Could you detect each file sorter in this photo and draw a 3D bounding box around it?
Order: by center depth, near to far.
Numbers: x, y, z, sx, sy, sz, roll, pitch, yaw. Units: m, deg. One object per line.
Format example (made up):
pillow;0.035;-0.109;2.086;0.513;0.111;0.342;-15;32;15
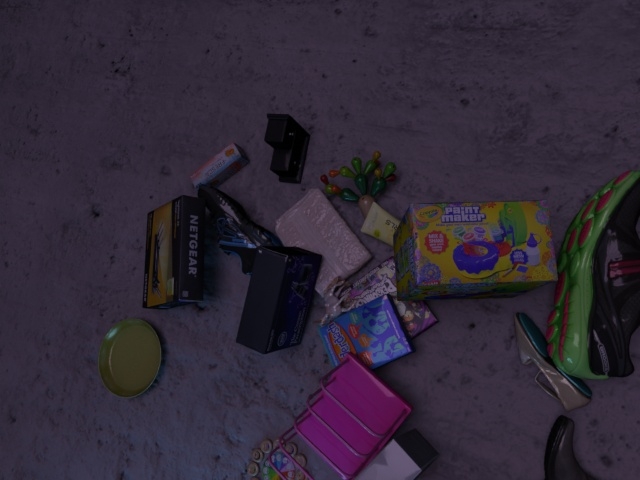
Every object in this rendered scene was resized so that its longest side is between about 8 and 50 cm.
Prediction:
file sorter;0.036;0.459;1.321;0.202;0.182;0.291;39;115;19

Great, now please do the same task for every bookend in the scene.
bookend;-0.105;-0.265;1.616;0.072;0.157;0.156;7;80;24

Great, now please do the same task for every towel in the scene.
towel;0.000;0.000;1.572;0.187;0.049;0.282;-42;67;9

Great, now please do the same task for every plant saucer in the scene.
plant saucer;-0.585;0.364;1.729;0.241;0.037;0.241;-5;77;21

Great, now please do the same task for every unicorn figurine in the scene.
unicorn figurine;0.037;0.164;1.449;0.111;0.162;0.060;-38;106;12

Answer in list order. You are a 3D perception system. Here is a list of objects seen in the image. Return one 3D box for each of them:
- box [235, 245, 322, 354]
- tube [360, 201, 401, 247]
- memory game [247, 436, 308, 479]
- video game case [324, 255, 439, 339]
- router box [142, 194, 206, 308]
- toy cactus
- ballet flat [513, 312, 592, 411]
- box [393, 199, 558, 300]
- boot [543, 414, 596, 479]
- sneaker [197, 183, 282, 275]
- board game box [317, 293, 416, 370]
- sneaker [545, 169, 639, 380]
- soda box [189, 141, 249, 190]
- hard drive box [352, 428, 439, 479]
box;-0.107;0.151;1.474;0.103;0.184;0.261;18;98;30
tube;0.218;-0.005;1.472;0.240;0.062;0.070;34;74;22
memory game;-0.116;0.626;1.494;0.186;0.012;0.186;-5;76;21
video game case;0.157;0.191;1.468;0.232;0.042;0.210;-36;69;11
router box;-0.440;0.043;1.668;0.243;0.081;0.309;-17;70;47
toy cactus;0.117;-0.141;1.545;0.219;0.112;0.180;-16;91;15
ballet flat;0.514;0.284;1.289;0.086;0.086;0.248;-39;68;9
box;0.329;0.031;1.260;0.290;0.279;0.177;-2;76;0
boot;0.574;0.519;1.216;0.161;0.083;0.246;11;88;17
sneaker;-0.272;-0.040;1.649;0.341;0.125;0.140;43;97;25
board game box;0.114;0.252;1.422;0.210;0.047;0.160;-29;71;16
sneaker;0.652;0.078;1.244;0.202;0.185;0.483;17;82;2
soda box;-0.316;-0.225;1.745;0.183;0.058;0.063;-35;68;12
hard drive box;0.164;0.538;1.281;0.181;0.232;0.089;-48;66;6
